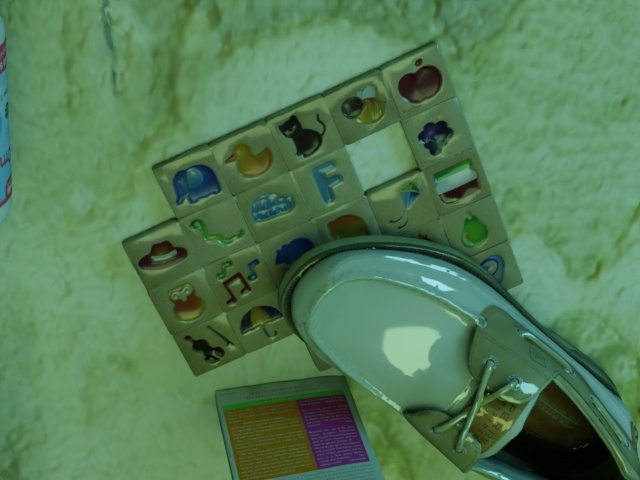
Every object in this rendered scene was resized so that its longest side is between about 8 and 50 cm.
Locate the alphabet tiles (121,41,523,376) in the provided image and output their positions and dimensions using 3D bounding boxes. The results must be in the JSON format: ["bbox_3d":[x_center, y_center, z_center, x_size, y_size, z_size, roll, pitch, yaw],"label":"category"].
[{"bbox_3d":[0.000,0.000,0.883,0.237,0.009,0.198,-24,122,1],"label":"alphabet tiles"}]

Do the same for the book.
[{"bbox_3d":[-0.013,0.146,0.882,0.096,0.144,0.035,-11,121,-6],"label":"book"}]

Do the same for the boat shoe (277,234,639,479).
[{"bbox_3d":[0.109,0.093,0.896,0.302,0.103,0.113,26,112,-28],"label":"boat shoe"}]

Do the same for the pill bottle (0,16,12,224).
[{"bbox_3d":[-0.221,-0.052,0.755,0.087,0.087,0.160,-2,120,-12],"label":"pill bottle"}]
